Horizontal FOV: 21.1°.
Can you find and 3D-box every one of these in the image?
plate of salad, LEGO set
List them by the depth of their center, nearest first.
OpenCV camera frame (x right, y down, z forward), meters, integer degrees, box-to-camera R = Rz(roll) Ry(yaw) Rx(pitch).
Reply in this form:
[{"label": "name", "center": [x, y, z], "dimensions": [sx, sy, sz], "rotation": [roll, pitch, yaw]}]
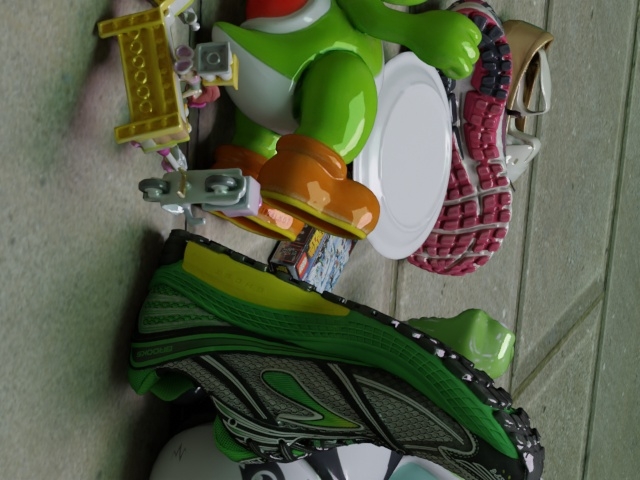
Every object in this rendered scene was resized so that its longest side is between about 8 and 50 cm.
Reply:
[{"label": "LEGO set", "center": [-0.078, -0.148, 1.240], "dimensions": [0.107, 0.132, 0.287], "rotation": [60, 40, -70]}, {"label": "plate of salad", "center": [0.073, -0.082, 1.656], "dimensions": [0.200, 0.048, 0.200], "rotation": [-19, 112, -56]}]

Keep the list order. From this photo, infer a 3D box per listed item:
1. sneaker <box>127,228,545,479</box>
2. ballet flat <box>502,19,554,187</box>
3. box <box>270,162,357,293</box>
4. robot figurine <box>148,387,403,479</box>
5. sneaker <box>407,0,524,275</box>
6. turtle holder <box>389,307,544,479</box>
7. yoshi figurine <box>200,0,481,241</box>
[{"label": "sneaker", "center": [0.010, 0.118, 1.295], "dimensions": [0.146, 0.343, 0.134], "rotation": [-67, 155, -4]}, {"label": "ballet flat", "center": [0.225, -0.137, 1.996], "dimensions": [0.080, 0.073, 0.232], "rotation": [-26, 126, -61]}, {"label": "box", "center": [0.000, 0.000, 1.604], "dimensions": [0.094, 0.027, 0.137], "rotation": [76, 34, -48]}, {"label": "robot figurine", "center": [-0.027, 0.178, 1.441], "dimensions": [0.278, 0.209, 0.173], "rotation": [-49, 157, -49]}, {"label": "sneaker", "center": [0.151, -0.103, 1.794], "dimensions": [0.112, 0.121, 0.299], "rotation": [-72, 171, -67]}, {"label": "turtle holder", "center": [0.109, 0.242, 1.724], "dimensions": [0.320, 0.227, 0.243], "rotation": [-69, 155, -18]}, {"label": "yoshi figurine", "center": [0.035, -0.173, 1.417], "dimensions": [0.203, 0.203, 0.362], "rotation": [72, 32, -77]}]
